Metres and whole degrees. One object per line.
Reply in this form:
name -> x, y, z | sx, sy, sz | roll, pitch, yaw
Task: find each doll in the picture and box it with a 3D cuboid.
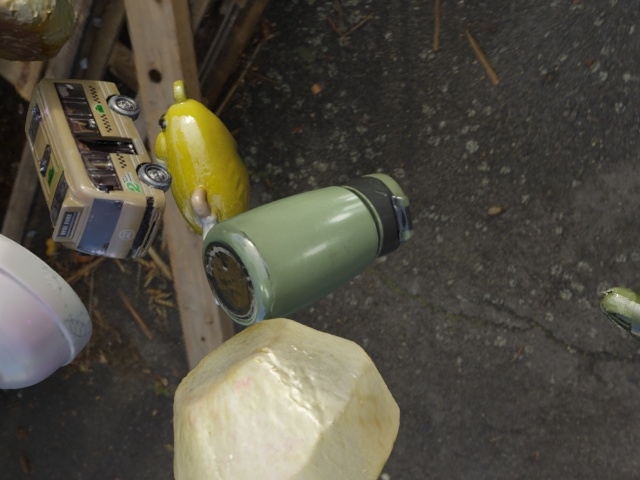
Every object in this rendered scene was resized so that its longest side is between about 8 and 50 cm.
doll -> -0.206, -0.079, 1.439 | 0.161, 0.348, 0.422 | -16, 80, 4

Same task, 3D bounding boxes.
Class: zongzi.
zongzi -> 0.426, 0.109, 0.954 | 0.109, 0.119, 0.055 | 27, 77, 21

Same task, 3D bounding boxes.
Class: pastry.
pastry -> -0.452, -0.323, 0.997 | 0.182, 0.193, 0.093 | -15, 63, 58

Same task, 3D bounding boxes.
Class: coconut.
coconut -> -0.037, 0.229, 0.809 | 0.259, 0.259, 0.259 | 10, 115, 22

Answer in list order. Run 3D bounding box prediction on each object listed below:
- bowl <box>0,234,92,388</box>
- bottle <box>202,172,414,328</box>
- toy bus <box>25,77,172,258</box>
bowl -> -0.502, 0.120, 1.042 | 0.287, 0.143, 0.287 | 17, 140, 15
bottle -> -0.001, -0.001, 1.080 | 0.168, 0.347, 0.168 | 29, 131, 40
toy bus -> -0.340, -0.111, 1.051 | 0.139, 0.157, 0.289 | -56, 49, 36
